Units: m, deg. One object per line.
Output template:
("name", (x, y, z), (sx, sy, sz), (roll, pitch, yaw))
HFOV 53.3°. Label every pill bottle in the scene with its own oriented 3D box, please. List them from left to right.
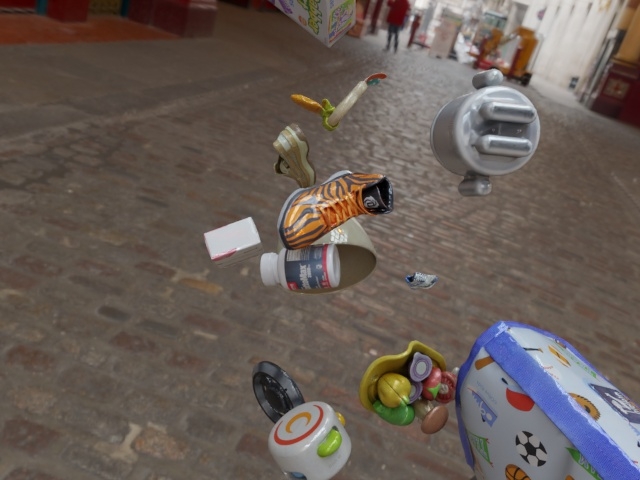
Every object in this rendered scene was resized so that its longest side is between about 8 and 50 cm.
("pill bottle", (-0.049, 0.066, 1.555), (0.180, 0.107, 0.108), (-5, 18, 12))

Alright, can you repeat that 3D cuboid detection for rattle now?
("rattle", (0.049, -0.388, 1.626), (0.143, 0.199, 0.130), (44, 17, 8))

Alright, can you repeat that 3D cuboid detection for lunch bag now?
("lunch bag", (0.357, 0.317, 0.881), (0.239, 0.385, 0.328), (-32, 45, -6))

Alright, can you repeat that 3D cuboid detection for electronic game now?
("electronic game", (-0.119, 0.450, 1.833), (0.048, 0.229, 0.229), (-27, 46, -37))

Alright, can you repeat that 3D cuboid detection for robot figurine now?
("robot figurine", (0.377, -0.251, 1.500), (0.200, 0.299, 0.353), (9, 4, -7))

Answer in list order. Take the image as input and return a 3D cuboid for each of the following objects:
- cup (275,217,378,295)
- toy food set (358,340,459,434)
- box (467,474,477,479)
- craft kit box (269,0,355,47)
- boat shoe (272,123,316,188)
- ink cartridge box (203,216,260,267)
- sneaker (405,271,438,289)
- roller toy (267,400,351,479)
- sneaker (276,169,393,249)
("cup", (0.000, 0.000, 2.053), (0.331, 0.331, 0.236), (5, 55, -26))
("toy food set", (0.153, 0.231, 0.947), (0.218, 0.128, 0.071), (31, 7, -44))
("box", (0.421, 0.646, 1.351), (0.183, 0.294, 0.296), (-5, 61, -3))
("craft kit box", (-0.066, -0.367, 0.703), (0.247, 0.061, 0.250), (39, -12, 14))
("boat shoe", (-0.059, -0.148, 1.220), (0.072, 0.190, 0.068), (-37, 63, -10))
("ink cartridge box", (-0.269, 0.012, 2.013), (0.159, 0.092, 0.218), (-20, -10, -6))
("sneaker", (0.356, 0.142, 2.277), (0.058, 0.135, 0.052), (44, 54, -25))
("roller toy", (-0.025, 0.525, 1.643), (0.191, 0.146, 0.209), (-27, 18, 6))
("sneaker", (0.050, -0.083, 1.470), (0.180, 0.124, 0.321), (2, 33, 43))
